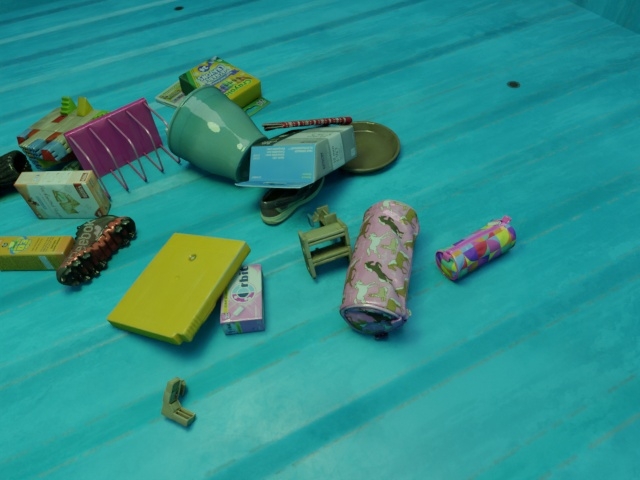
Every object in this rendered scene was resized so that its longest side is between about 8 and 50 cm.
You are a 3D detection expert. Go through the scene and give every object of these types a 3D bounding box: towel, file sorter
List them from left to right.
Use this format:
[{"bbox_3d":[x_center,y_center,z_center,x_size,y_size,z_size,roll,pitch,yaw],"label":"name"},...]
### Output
[{"bbox_3d":[-0.657,-0.306,1.592,0.290,0.202,0.182,-35,57,-24],"label":"file sorter"},{"bbox_3d":[-0.047,-0.412,1.653,0.274,0.031,0.198,-12,16,-27],"label":"towel"}]

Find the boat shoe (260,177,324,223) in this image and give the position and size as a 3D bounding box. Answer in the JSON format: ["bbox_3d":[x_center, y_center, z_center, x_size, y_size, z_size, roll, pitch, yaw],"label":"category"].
[{"bbox_3d":[-0.087,-0.167,1.505,0.102,0.092,0.285,31,58,27],"label":"boat shoe"}]

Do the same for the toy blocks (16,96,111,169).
[{"bbox_3d":[-0.933,-0.360,1.668,0.380,0.191,0.261,12,52,31],"label":"toy blocks"}]

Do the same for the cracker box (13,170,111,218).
[{"bbox_3d":[-0.817,-0.144,1.493,0.231,0.156,0.067,-2,50,3],"label":"cracker box"}]

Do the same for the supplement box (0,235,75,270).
[{"bbox_3d":[-0.849,0.038,1.393,0.233,0.080,0.078,-3,47,4],"label":"supplement box"}]

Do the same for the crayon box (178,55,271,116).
[{"bbox_3d":[-0.386,-0.614,1.893,0.322,0.083,0.203,34,59,20],"label":"crayon box"}]

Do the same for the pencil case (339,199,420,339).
[{"bbox_3d":[0.168,0.062,1.254,0.167,0.160,0.387,36,47,-22],"label":"pencil case"}]

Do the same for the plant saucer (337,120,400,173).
[{"bbox_3d":[0.145,-0.329,1.663,0.277,0.041,0.278,-2,50,2],"label":"plant saucer"}]

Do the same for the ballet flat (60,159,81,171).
[{"bbox_3d":[-0.891,-0.205,1.622,0.070,0.070,0.188,26,58,24],"label":"ballet flat"}]

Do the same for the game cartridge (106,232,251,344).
[{"bbox_3d":[-0.379,0.119,1.268,0.285,0.053,0.324,6,51,31],"label":"game cartridge"}]

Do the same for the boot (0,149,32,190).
[{"bbox_3d":[-1.115,-0.163,1.546,0.259,0.131,0.348,-16,50,-9],"label":"boot"}]

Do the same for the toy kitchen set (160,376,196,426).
[{"bbox_3d":[-0.315,0.367,1.088,0.075,0.084,0.068,18,12,18],"label":"toy kitchen set"}]

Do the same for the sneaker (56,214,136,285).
[{"bbox_3d":[-0.683,0.019,1.385,0.134,0.098,0.276,19,51,19],"label":"sneaker"}]

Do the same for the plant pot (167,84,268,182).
[{"bbox_3d":[-0.323,-0.334,1.568,0.255,0.272,0.272,35,59,12],"label":"plant pot"}]

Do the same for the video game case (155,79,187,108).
[{"bbox_3d":[-0.554,-0.623,1.971,0.193,0.023,0.212,24,56,22],"label":"video game case"}]

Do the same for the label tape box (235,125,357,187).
[{"bbox_3d":[-0.076,-0.266,1.467,0.248,0.115,0.347,5,25,32],"label":"label tape box"}]

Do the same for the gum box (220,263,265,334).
[{"bbox_3d":[-0.208,0.152,1.262,0.107,0.062,0.189,-6,49,-2],"label":"gum box"}]

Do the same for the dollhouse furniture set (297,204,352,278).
[{"bbox_3d":[0.000,0.000,1.359,0.129,0.129,0.184,-18,27,-11],"label":"dollhouse furniture set"}]

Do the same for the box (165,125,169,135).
[{"bbox_3d":[-0.478,-0.438,1.799,0.186,0.038,0.145,14,52,16],"label":"box"}]

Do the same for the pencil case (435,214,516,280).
[{"bbox_3d":[0.437,0.020,1.310,0.236,0.105,0.104,-29,54,-18],"label":"pencil case"}]
